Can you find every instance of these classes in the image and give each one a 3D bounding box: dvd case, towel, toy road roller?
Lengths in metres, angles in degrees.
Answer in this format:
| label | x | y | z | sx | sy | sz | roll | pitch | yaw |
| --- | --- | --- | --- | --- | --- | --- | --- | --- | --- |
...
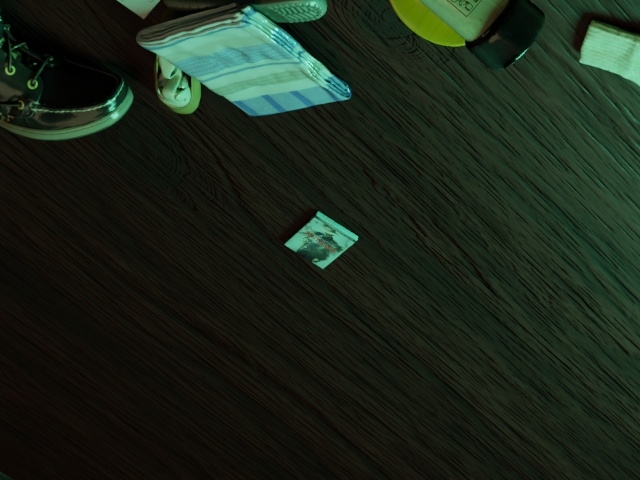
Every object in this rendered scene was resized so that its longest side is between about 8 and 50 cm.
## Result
| label | x | y | z | sx | sy | sz | roll | pitch | yaw |
| --- | --- | --- | --- | --- | --- | --- | --- | --- | --- |
| dvd case | 0.000 | 0.000 | 2.274 | 0.087 | 0.013 | 0.119 | 33 | 140 | -15 |
| towel | -0.109 | -0.257 | 1.916 | 0.209 | 0.034 | 0.285 | -7 | 157 | 34 |
| toy road roller | 0.214 | -0.390 | 1.592 | 0.202 | 0.240 | 0.329 | 37 | 103 | -19 |

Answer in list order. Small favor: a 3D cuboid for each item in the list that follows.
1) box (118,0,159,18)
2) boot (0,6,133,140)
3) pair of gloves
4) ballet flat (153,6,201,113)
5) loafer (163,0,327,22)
| label | x | y | z | sx | sy | sz | roll | pitch | yaw |
| --- | --- | --- | --- | --- | --- | --- | --- | --- | --- |
| box | -0.246 | -0.392 | 1.840 | 0.087 | 0.102 | 0.101 | 33 | 140 | -18 |
| boot | -0.498 | -0.311 | 2.038 | 0.378 | 0.138 | 0.284 | 12 | 142 | 21 |
| pair of gloves | 0.462 | -0.280 | 1.695 | 0.204 | 0.042 | 0.240 | 21 | 142 | 1 |
| ballet flat | -0.230 | -0.263 | 2.013 | 0.080 | 0.073 | 0.232 | 16 | 142 | 9 |
| loafer | -0.104 | -0.355 | 1.841 | 0.251 | 0.087 | 0.094 | 2 | 168 | 22 |
